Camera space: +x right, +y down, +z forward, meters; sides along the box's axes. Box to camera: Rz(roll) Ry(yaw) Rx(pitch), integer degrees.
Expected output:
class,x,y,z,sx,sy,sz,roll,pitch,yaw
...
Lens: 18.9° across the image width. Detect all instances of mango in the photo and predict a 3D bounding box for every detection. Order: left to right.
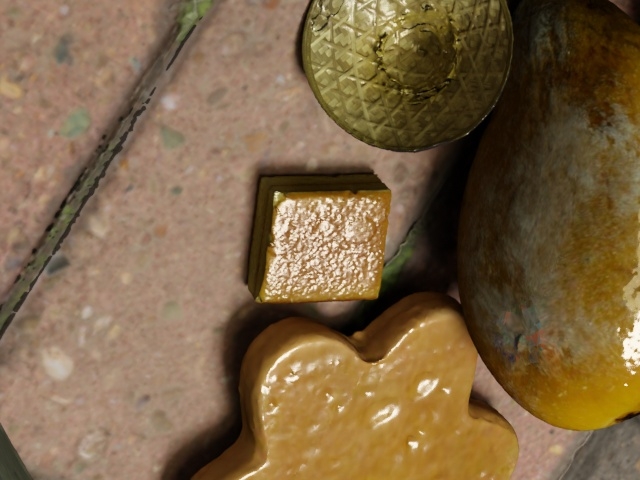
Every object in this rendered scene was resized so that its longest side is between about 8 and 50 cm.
class,x,y,z,sx,sy,sz,roll,pitch,yaw
mango,0.185,-0.024,1.343,0.146,0.193,0.316,-3,93,-48

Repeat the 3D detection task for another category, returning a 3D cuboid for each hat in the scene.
class,x,y,z,sx,sy,sz,roll,pitch,yaw
hat,0.066,-0.133,1.317,0.146,0.067,0.146,0,92,13

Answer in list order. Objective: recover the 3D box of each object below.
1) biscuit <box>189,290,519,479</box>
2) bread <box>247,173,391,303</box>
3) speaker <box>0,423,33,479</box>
class,x,y,z,sx,sy,sz,roll,pitch,yaw
biscuit,0.023,0.205,1.450,0.275,0.052,0.354,-13,121,-22
bread,0.000,0.000,1.357,0.094,0.035,0.090,-2,114,-24
speaker,-0.294,0.157,1.211,0.184,0.183,0.406,-27,122,-6
